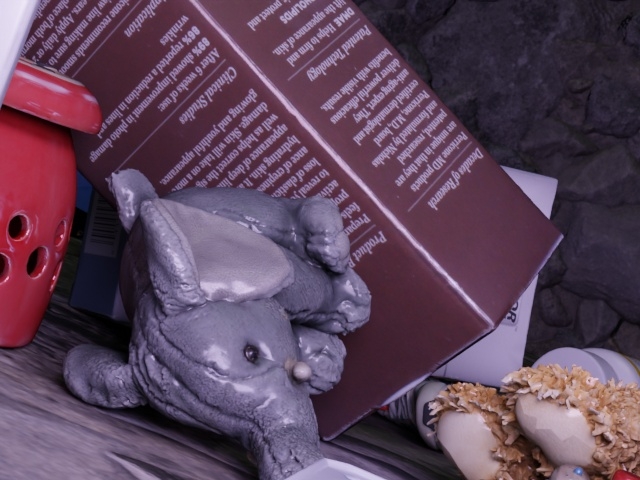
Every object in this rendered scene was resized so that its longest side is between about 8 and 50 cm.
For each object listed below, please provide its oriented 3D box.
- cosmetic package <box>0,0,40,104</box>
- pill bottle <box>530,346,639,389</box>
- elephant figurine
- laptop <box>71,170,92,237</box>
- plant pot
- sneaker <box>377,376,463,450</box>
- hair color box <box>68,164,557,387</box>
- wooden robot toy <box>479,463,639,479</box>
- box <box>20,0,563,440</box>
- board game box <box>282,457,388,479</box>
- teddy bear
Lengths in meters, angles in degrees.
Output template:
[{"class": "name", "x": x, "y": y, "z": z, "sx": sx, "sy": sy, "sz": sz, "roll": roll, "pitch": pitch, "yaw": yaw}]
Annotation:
[{"class": "cosmetic package", "x": -0.238, "y": -0.147, "z": 0.834, "sx": 0.217, "sy": 0.385, "sz": 0.156, "roll": 19, "pitch": 2, "yaw": -11}, {"class": "pill bottle", "x": 0.305, "y": 0.177, "z": 1.792, "sx": 0.119, "sy": 0.119, "sz": 0.208, "roll": 24, "pitch": 3, "yaw": 40}, {"class": "elephant figurine", "x": -0.065, "y": 0.050, "z": 0.995, "sx": 0.186, "sy": 0.169, "sz": 0.239, "roll": -7, "pitch": 11, "yaw": 17}, {"class": "laptop", "x": -0.323, "y": -0.097, "z": 2.030, "sx": 0.264, "sy": 0.137, "sz": 0.234, "roll": 21, "pitch": 2, "yaw": -36}, {"class": "plant pot", "x": -0.242, "y": -0.044, "z": 1.076, "sx": 0.191, "sy": 0.174, "sz": 0.191, "roll": 21, "pitch": 4, "yaw": -2}, {"class": "sneaker", "x": 0.077, "y": 0.141, "z": 1.425, "sx": 0.075, "sy": 0.057, "sz": 0.161, "roll": 5, "pitch": 1, "yaw": 9}, {"class": "hair color box", "x": 0.000, "y": 0.000, "z": 1.405, "sx": 0.374, "sy": 0.185, "sz": 0.113, "roll": 12, "pitch": -2, "yaw": -27}, {"class": "wooden robot toy", "x": 0.176, "y": 0.184, "z": 1.032, "sx": 0.173, "sy": 0.076, "sz": 0.079, "roll": 22, "pitch": 13, "yaw": 5}, {"class": "box", "x": -0.038, "y": -0.069, "z": 1.172, "sx": 0.381, "sy": 0.191, "sz": 0.143, "roll": 49, "pitch": 42, "yaw": -2}, {"class": "board game box", "x": 0.141, "y": 0.194, "z": 0.618, "sx": 0.389, "sy": 0.050, "sz": 0.390, "roll": 22, "pitch": 2, "yaw": 9}, {"class": "teddy bear", "x": 0.235, "y": 0.154, "z": 1.175, "sx": 0.338, "sy": 0.113, "sz": 0.245, "roll": 16, "pitch": -28, "yaw": -10}]
